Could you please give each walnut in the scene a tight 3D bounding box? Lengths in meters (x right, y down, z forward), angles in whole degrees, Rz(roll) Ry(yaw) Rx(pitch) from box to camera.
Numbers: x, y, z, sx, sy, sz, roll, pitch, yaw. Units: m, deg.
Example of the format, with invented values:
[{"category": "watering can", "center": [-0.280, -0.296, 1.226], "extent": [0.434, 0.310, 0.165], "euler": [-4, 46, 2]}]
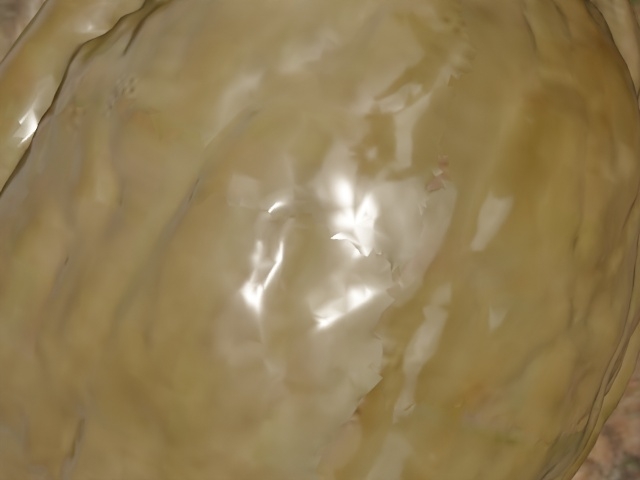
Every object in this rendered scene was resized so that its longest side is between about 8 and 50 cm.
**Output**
[{"category": "walnut", "center": [-0.002, -0.001, 0.572], "extent": [0.252, 0.277, 0.313], "euler": [31, 104, 15]}]
